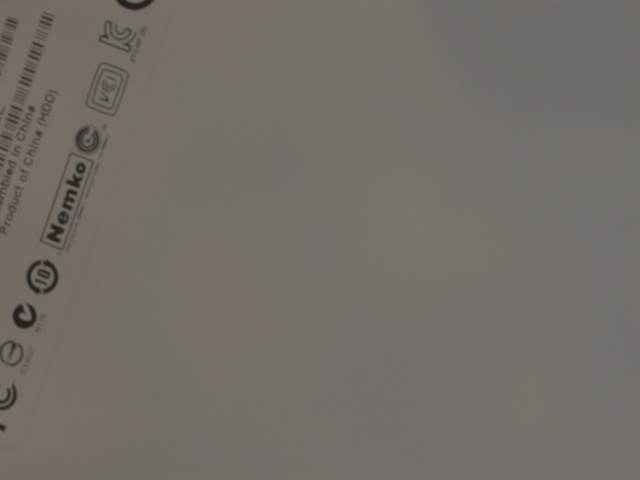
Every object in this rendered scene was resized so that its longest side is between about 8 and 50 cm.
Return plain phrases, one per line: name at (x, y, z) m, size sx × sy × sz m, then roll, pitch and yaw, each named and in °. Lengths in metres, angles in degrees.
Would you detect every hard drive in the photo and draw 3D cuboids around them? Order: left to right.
hard drive at (0.000, 0.000, 0.485) m, size 0.353 × 0.047 × 0.233 m, roll 22°, pitch 97°, yaw 14°
